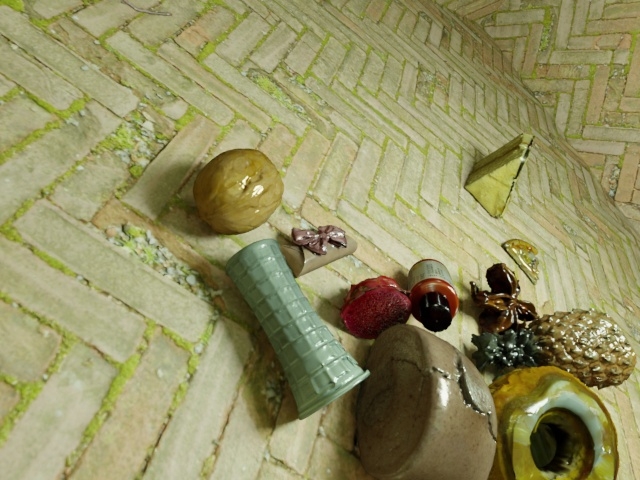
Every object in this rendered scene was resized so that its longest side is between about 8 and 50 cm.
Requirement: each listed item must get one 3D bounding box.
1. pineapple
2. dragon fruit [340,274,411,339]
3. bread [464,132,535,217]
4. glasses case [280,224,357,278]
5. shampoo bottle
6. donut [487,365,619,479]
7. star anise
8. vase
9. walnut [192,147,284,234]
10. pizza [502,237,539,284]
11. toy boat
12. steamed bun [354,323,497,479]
[{"bbox_3d":[0.553,0.271,1.084,0.363,0.202,0.201,-3,55,-2],"label":"pineapple"},{"bbox_3d":[0.113,0.120,0.939,0.153,0.153,0.110,21,30,-25],"label":"dragon fruit"},{"bbox_3d":[0.690,-0.239,1.587,0.198,0.236,0.263,44,42,-2],"label":"bread"},{"bbox_3d":[0.000,0.000,0.978,0.194,0.070,0.102,-20,71,-46],"label":"glasses case"},{"bbox_3d":[0.247,0.122,0.976,0.104,0.104,0.278,45,16,-1],"label":"shampoo bottle"},{"bbox_3d":[0.450,0.413,0.891,0.331,0.159,0.329,2,60,-3],"label":"donut"},{"bbox_3d":[0.492,0.163,1.198,0.190,0.126,0.220,-27,100,-19],"label":"star anise"},{"bbox_3d":[-0.051,0.143,0.782,0.143,0.143,0.298,-17,68,-45],"label":"vase"},{"bbox_3d":[-0.161,-0.097,0.865,0.159,0.159,0.206,41,41,-5],"label":"walnut"},{"bbox_3d":[0.702,0.066,1.511,0.185,0.036,0.176,18,49,-27],"label":"pizza"},{"bbox_3d":[0.507,0.441,1.031,0.111,0.084,0.276,8,55,-32],"label":"toy boat"},{"bbox_3d":[0.213,0.302,0.816,0.252,0.199,0.301,29,44,-19],"label":"steamed bun"}]
